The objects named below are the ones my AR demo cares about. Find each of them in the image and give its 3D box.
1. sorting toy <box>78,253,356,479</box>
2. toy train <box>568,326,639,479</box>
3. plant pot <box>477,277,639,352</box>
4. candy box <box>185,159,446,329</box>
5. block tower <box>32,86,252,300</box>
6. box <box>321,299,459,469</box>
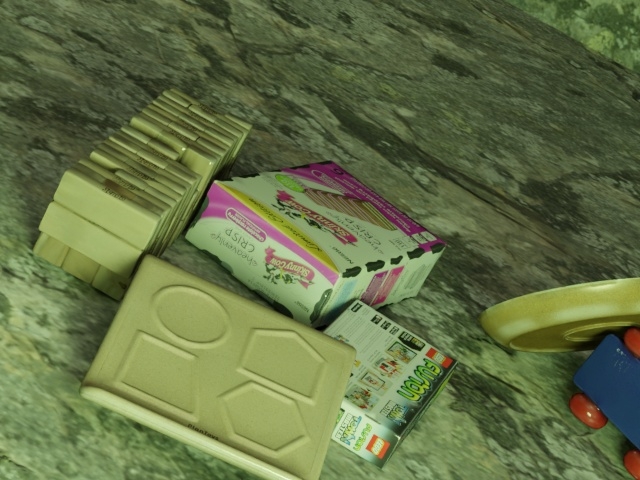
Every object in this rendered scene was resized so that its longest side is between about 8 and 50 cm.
[{"bbox_3d":[-0.077,0.107,1.445,0.193,0.038,0.208,25,31,-4],"label":"sorting toy"},{"bbox_3d":[0.361,0.198,1.749,0.143,0.105,0.248,25,17,-47],"label":"toy train"},{"bbox_3d":[0.274,0.077,1.804,0.236,0.236,0.032,7,71,-43],"label":"plant pot"},{"bbox_3d":[0.000,0.000,1.777,0.159,0.071,0.233,36,23,19],"label":"candy box"},{"bbox_3d":[-0.158,-0.050,1.672,0.097,0.091,0.335,30,21,3],"label":"block tower"},{"bbox_3d":[0.042,0.121,1.600,0.114,0.036,0.207,32,21,9],"label":"box"}]
